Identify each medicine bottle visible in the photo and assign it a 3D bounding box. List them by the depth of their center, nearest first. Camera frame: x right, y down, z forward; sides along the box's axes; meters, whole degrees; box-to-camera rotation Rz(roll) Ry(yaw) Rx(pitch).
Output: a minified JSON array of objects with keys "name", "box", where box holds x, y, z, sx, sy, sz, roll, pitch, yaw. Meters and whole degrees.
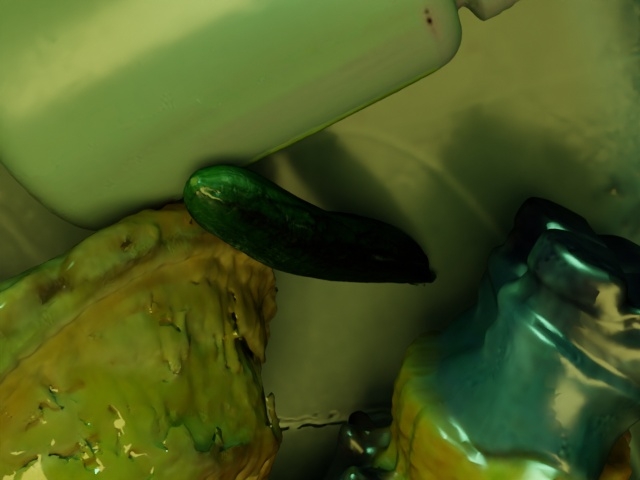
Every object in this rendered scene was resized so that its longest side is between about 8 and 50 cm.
[{"name":"medicine bottle","box":[-0.022,-0.107,0.383,0.225,0.139,0.139,-26,108,9]}]

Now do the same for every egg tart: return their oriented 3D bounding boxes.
[{"name":"egg tart","box":[-0.094,0.094,0.414,0.106,0.241,0.241,44,107,19]}]

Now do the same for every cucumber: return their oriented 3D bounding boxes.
[{"name":"cucumber","box":[0.000,0.000,0.425,0.036,0.184,0.033,-41,66,16]}]

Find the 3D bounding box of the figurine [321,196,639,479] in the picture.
[{"name":"figurine","box":[0.037,0.141,0.460,0.204,0.185,0.332,12,106,3]}]
